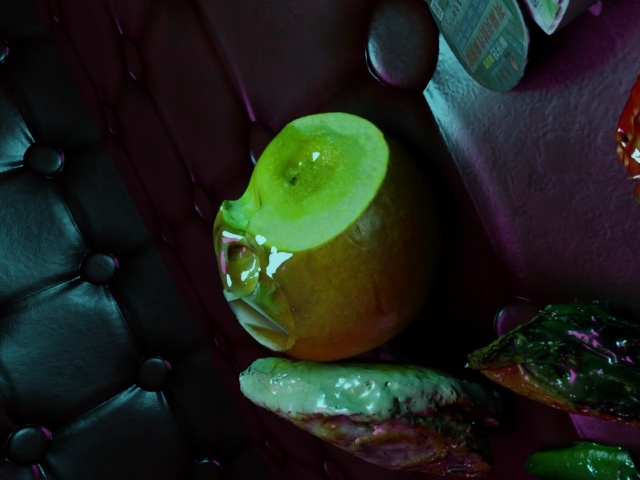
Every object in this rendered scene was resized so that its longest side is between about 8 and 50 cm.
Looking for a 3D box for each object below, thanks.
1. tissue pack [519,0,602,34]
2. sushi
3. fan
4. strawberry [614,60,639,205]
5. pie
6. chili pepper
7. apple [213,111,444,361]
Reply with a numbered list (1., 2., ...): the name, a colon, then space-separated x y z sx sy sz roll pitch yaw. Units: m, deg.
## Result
1. tissue pack: 0.208 -0.324 0.460 0.229 0.159 0.145 55 -171 7
2. sushi: 0.324 0.139 0.627 0.287 0.149 0.140 18 168 2
3. fan: 0.152 -0.284 0.594 0.294 0.012 0.223 60 -173 30
4. strawberry: 0.342 -0.151 0.306 0.292 0.292 0.343 15 108 51
5. pie: 0.085 0.295 0.884 0.395 0.418 0.180 -26 48 60
6. chili pepper: 0.409 0.364 0.768 0.216 0.062 0.108 -22 95 61
7. apple: 0.000 0.000 0.822 0.374 0.374 0.384 -23 95 59
